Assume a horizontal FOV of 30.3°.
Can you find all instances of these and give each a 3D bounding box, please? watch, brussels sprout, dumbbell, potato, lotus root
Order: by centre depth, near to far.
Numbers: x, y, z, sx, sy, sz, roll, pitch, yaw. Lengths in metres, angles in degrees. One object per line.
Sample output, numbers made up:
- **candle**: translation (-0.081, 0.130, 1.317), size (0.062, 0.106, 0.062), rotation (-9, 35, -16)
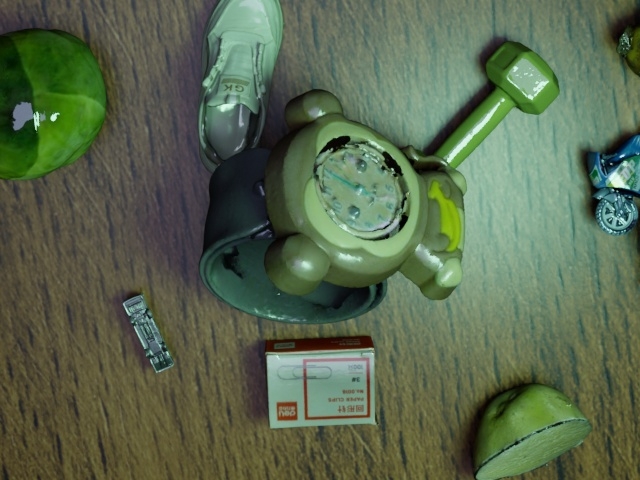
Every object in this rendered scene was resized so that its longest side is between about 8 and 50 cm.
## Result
- **watch**: translation (0.000, 0.000, 1.738), size (0.335, 0.327, 0.314), rotation (18, 58, -22)
- **brussels sprout**: translation (-0.459, -0.198, 1.770), size (0.271, 0.210, 0.219), rotation (-9, 95, 16)
- **lotus root**: translation (0.559, -0.290, 1.825), size (0.209, 0.120, 0.120), rotation (6, 99, -1)
- **dumbbell**: translation (0.237, -0.170, 1.840), size (0.302, 0.121, 0.108), rotation (-46, 126, 6)
- **potato**: translation (0.324, 0.298, 1.917), size (0.202, 0.182, 0.117), rotation (-36, 61, 21)

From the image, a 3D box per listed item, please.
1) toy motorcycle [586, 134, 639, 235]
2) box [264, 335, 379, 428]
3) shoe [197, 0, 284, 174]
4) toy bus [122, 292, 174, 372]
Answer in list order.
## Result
- **toy motorcycle**: translation (0.510, -0.130, 1.869), size (0.254, 0.092, 0.135), rotation (-44, 89, -4)
- **box**: translation (0.002, 0.228, 1.903), size (0.182, 0.099, 0.133), rotation (0, 101, -1)
- **shoe**: translation (-0.128, -0.240, 1.793), size (0.124, 0.159, 0.316), rotation (6, 102, -2)
- **toy bus**: translation (-0.276, 0.147, 1.904), size (0.037, 0.052, 0.131), rotation (-24, 102, -3)
